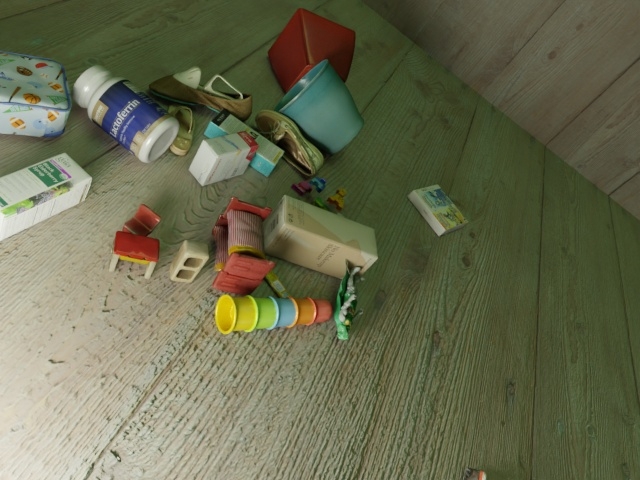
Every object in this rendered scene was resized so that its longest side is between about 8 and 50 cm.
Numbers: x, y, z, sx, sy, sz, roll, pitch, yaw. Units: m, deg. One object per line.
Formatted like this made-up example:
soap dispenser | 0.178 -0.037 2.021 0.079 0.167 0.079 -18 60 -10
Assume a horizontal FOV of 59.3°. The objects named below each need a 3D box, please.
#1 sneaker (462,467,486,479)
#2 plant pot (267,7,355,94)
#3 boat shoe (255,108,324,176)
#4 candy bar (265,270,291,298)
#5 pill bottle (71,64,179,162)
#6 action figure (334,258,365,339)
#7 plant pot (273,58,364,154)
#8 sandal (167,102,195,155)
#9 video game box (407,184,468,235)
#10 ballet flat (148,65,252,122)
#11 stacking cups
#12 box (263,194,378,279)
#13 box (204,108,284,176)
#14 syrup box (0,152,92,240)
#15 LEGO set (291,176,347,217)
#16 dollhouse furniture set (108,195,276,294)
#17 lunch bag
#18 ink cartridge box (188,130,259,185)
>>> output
sneaker | 0.371 0.643 1.417 0.065 0.061 0.158 19 35 17
plant pot | -0.027 -0.692 2.211 0.268 0.267 0.235 11 60 -31
boat shoe | -0.111 -0.333 1.903 0.285 0.104 0.089 39 36 -3
candy bar | -0.137 0.102 1.538 0.040 0.018 0.161 -25 72 -45
pill bottle | -0.535 -0.349 1.542 0.265 0.153 0.153 39 39 -1
action figure | 0.081 0.182 1.582 0.137 0.064 0.232 63 31 -41
plant pot | 0.011 -0.459 2.014 0.255 0.272 0.271 43 37 -19
sandal | -0.413 -0.365 1.711 0.088 0.079 0.240 15 45 -27
video game box | 0.463 -0.123 2.211 0.187 0.048 0.205 -19 66 -44
ballet flat | -0.372 -0.486 1.818 0.343 0.124 0.116 14 28 -27
stacking cups | -0.111 0.189 1.437 0.316 0.096 0.096 7 49 -41
box | 0.000 0.000 1.646 0.311 0.148 0.121 19 44 -22
box | -0.244 -0.314 1.814 0.244 0.060 0.100 34 39 -8
syrup box | -0.645 -0.103 1.265 0.093 0.096 0.237 43 40 4
LEGO set | 0.028 -0.144 1.851 0.227 0.087 0.093 43 39 2
dollhouse furniture set | -0.312 -0.010 1.397 0.374 0.152 0.201 14 46 -29
lunch bag | -0.782 -0.377 1.405 0.304 0.115 0.243 1 50 -37
ink cartridge box | -0.285 -0.245 1.661 0.072 0.127 0.175 49 39 13
